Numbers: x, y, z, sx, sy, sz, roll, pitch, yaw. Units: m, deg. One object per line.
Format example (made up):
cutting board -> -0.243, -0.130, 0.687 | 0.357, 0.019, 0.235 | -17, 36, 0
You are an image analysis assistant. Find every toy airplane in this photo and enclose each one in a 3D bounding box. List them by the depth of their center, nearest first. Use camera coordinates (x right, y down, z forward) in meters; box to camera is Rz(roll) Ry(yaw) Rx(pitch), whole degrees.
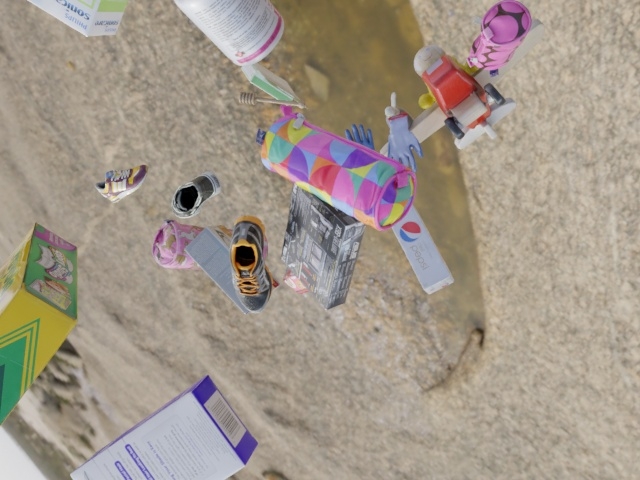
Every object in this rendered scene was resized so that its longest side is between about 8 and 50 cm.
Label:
toy airplane -> 0.348, -0.383, 1.609 | 0.272, 0.386, 0.384 | 54, 154, 12

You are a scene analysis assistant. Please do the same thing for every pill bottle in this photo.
pill bottle -> -0.222, -0.538, 1.404 | 0.160, 0.160, 0.283 | 22, 168, 43

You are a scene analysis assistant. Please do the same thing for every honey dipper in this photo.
honey dipper -> -0.114, -0.334, 1.511 | 0.160, 0.030, 0.030 | 8, 139, 7

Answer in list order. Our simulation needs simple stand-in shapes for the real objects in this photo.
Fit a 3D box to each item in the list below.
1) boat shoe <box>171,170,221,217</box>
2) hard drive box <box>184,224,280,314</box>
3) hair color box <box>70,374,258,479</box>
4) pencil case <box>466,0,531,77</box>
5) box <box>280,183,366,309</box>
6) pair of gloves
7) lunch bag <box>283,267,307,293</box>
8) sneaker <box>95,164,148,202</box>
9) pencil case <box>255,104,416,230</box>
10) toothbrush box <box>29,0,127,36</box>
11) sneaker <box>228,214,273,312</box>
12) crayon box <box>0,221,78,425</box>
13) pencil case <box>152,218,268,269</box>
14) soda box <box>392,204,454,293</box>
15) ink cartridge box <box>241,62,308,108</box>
boat shoe -> -0.315, -0.101, 1.492 | 0.078, 0.070, 0.219 | 58, 142, -2
hard drive box -> -0.229, 0.072, 1.670 | 0.232, 0.089, 0.181 | 46, -175, 1
hair color box -> -0.320, 0.450, 1.299 | 0.185, 0.339, 0.110 | 55, -169, -1
pencil case -> 0.339, -0.386, 1.213 | 0.209, 0.098, 0.095 | -1, -107, -82
box -> 0.000, 0.000, 1.740 | 0.242, 0.076, 0.307 | 45, 139, 36
pair of gloves -> 0.147, -0.222, 1.549 | 0.023, 0.198, 0.159 | -86, -17, -68
lunch bag -> -0.002, 0.058, 2.372 | 0.120, 0.293, 0.258 | 41, 158, -9
sneaker -> -0.596, -0.182, 1.892 | 0.185, 0.069, 0.084 | -31, 128, 26
pencil case -> 0.019, -0.103, 0.885 | 0.236, 0.104, 0.104 | 32, 146, 29
toothbrush box -> -0.508, -0.619, 1.357 | 0.206, 0.122, 0.283 | 32, 115, 2
sneaker -> -0.146, 0.060, 1.259 | 0.084, 0.083, 0.215 | -3, 119, 6
crayon box -> -0.537, 0.161, 1.052 | 0.106, 0.313, 0.363 | 36, -179, -27
pencil case -> -0.358, 0.019, 2.105 | 0.160, 0.386, 0.167 | -21, 70, 45
soda box -> 0.241, 0.017, 1.533 | 0.216, 0.074, 0.069 | 66, -168, 22
ink cartridge box -> -0.153, -0.502, 2.078 | 0.171, 0.056, 0.235 | 25, -157, -38
